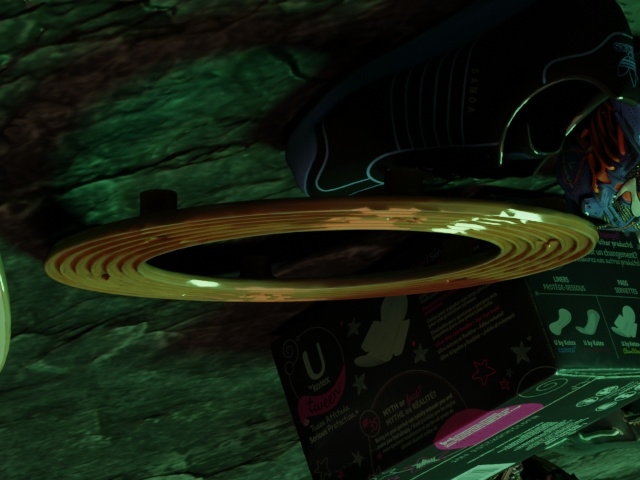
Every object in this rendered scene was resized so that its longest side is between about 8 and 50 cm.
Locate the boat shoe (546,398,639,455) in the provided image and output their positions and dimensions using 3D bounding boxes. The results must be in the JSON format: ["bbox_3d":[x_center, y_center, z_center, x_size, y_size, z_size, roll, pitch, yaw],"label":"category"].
[{"bbox_3d":[0.235,0.126,1.658,0.099,0.116,0.319,-3,167,-13],"label":"boat shoe"}]

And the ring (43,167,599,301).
[{"bbox_3d":[0.000,0.000,1.197,0.336,0.032,0.336,-2,170,0],"label":"ring"}]

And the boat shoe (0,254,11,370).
[{"bbox_3d":[-0.248,0.052,1.144,0.092,0.103,0.285,-13,164,-25],"label":"boat shoe"}]

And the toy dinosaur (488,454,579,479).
[{"bbox_3d":[0.167,0.226,1.712,0.322,0.218,0.164,17,107,-34],"label":"toy dinosaur"}]

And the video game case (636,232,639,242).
[{"bbox_3d":[0.311,0.000,1.555,0.183,0.023,0.201,-11,157,-17],"label":"video game case"}]

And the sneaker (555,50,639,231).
[{"bbox_3d":[0.196,-0.051,1.273,0.087,0.083,0.221,-11,156,5],"label":"sneaker"}]

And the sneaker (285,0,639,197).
[{"bbox_3d":[0.077,-0.067,1.119,0.232,0.090,0.081,-33,154,33],"label":"sneaker"}]

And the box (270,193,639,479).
[{"bbox_3d":[0.113,0.083,1.445,0.163,0.142,0.247,3,151,-45],"label":"box"}]
